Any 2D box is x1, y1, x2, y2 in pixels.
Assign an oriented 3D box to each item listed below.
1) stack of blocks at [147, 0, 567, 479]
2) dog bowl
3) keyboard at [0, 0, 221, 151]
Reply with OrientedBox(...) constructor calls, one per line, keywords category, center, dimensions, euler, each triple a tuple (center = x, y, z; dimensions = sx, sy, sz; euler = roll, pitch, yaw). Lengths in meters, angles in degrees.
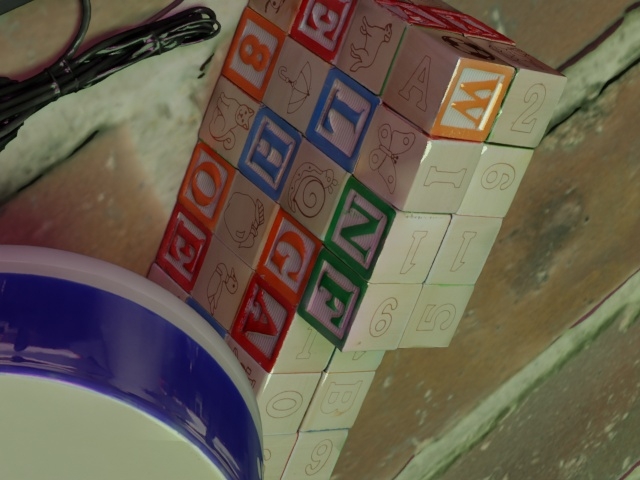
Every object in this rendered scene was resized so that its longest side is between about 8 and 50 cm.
OrientedBox(category="stack of blocks", center=(0.000, 0.000, 0.870), dimensions=(0.087, 0.171, 0.297), euler=(3, 117, -43))
OrientedBox(category="dog bowl", center=(-0.161, 0.138, 0.784), dimensions=(0.265, 0.104, 0.265), euler=(-2, 123, -3))
OrientedBox(category="keyboard", center=(-0.122, -0.150, 0.757), dimensions=(0.317, 0.033, 0.201), euler=(-30, 135, -21))
